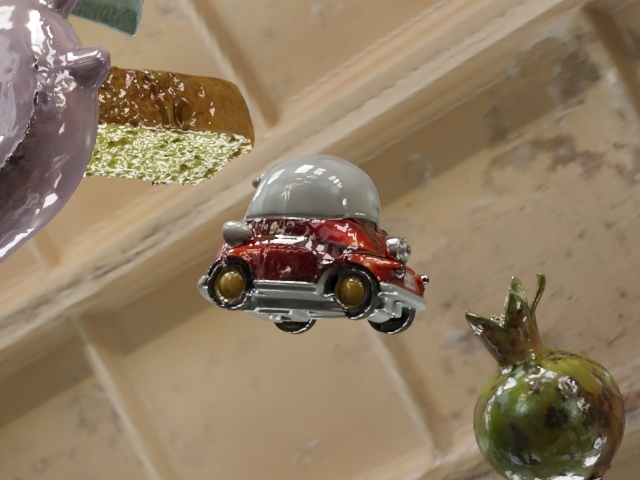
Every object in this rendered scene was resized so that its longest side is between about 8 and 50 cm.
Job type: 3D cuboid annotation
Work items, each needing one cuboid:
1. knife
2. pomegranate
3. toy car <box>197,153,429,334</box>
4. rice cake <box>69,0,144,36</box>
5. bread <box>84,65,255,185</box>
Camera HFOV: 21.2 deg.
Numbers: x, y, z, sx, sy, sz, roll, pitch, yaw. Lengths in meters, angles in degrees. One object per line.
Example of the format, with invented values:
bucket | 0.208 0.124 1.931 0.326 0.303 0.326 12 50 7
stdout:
knife | -0.212 0.064 0.573 0.398 0.038 0.132 -40 -131 16
pomegranate | 0.217 0.139 1.627 0.156 0.156 0.220 2 -81 31
toy car | 0.000 0.000 1.096 0.139 0.112 0.112 1 -102 25
rice cake | -0.287 -0.237 1.593 0.245 0.042 0.045 12 -85 -8
bread | -0.146 -0.088 1.289 0.103 0.187 0.065 -35 -119 57
